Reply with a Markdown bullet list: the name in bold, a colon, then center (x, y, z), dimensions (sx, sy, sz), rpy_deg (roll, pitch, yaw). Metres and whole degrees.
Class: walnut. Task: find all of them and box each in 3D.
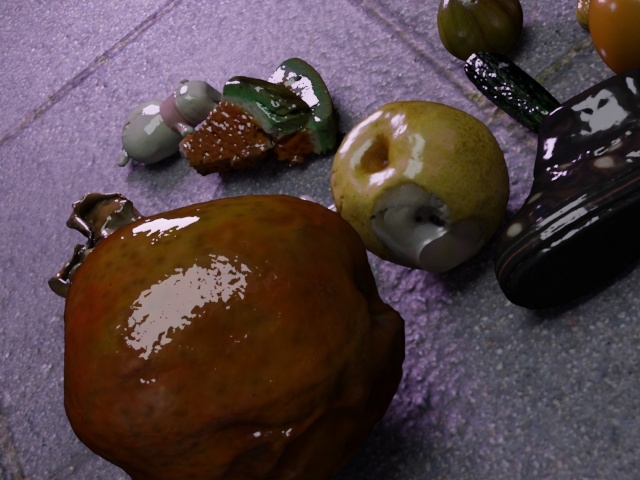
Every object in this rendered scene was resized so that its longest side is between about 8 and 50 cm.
- **walnut**: center (-0.364, 0.031, 2.156), dimensions (0.204, 0.141, 0.238), rpy_deg (-8, 48, 17)

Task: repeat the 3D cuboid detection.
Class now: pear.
- **pear**: center (0.153, -0.080, 1.791), dimensions (0.271, 0.271, 0.271), rpy_deg (-20, 45, 21)

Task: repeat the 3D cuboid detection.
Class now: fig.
- **fig**: center (0.266, -0.395, 2.031), dimensions (0.142, 0.186, 0.148), rpy_deg (6, 56, 29)

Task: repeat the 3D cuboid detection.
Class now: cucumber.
- **cucumber**: center (0.322, -0.229, 1.933), dimensions (0.074, 0.074, 0.241), rpy_deg (-40, 45, 1)

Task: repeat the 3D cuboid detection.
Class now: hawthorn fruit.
- **hawthorn fruit**: center (-0.108, 0.159, 1.632), dimensions (0.472, 0.472, 0.471), rpy_deg (-20, 45, 21)

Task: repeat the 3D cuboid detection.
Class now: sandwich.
- **sandwich**: center (-0.127, -0.225, 2.187), dimensions (0.301, 0.162, 0.250), rpy_deg (-27, 39, 10)

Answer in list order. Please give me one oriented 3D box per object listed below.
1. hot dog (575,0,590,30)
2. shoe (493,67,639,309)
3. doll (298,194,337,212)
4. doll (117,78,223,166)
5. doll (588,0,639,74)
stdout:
- **hot dog**: center (0.548, -0.410, 1.935), dimensions (0.286, 0.061, 0.087), rpy_deg (-20, 57, 22)
- **shoe**: center (0.378, -0.085, 1.688), dimensions (0.384, 0.171, 0.237), rpy_deg (-35, 49, 3)
- **doll**: center (0.000, 0.000, 1.976), dimensions (0.160, 0.059, 0.161), rpy_deg (6, 58, 41)
- **doll**: center (-0.299, -0.234, 2.352), dimensions (0.275, 0.113, 0.154), rpy_deg (-20, 48, 20)
- **doll**: center (0.503, -0.310, 1.766), dimensions (0.213, 0.213, 0.236), rpy_deg (-25, 46, 16)
